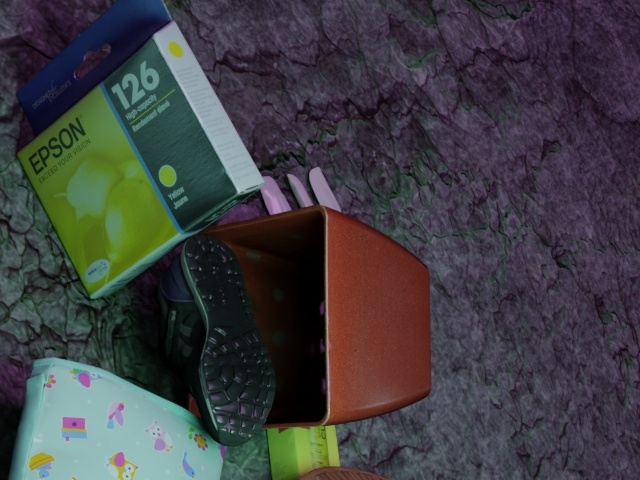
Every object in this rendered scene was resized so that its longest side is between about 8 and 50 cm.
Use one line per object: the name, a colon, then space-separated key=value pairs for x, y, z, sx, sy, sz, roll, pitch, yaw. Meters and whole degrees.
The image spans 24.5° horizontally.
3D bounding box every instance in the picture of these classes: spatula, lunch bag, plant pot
spatula: x=0.000 y=0.000 z=2.300 sx=0.168 sy=0.019 sz=0.242 roll=-12 pitch=74 yaw=-57
lunch bag: x=-0.252 y=0.280 z=1.701 sx=0.262 sy=0.160 sz=0.223 roll=37 pitch=42 yaw=-33
plant pot: x=0.000 y=0.116 z=1.916 sx=0.236 sy=0.267 sz=0.267 roll=9 pitch=76 yaw=-43

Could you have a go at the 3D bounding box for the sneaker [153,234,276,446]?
sneaker: x=-0.140 y=0.142 z=1.823 sx=0.107 sy=0.124 sz=0.283 roll=16 pitch=47 yaw=-35

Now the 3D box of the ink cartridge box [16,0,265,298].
ink cartridge box: x=-0.255 y=-0.127 z=1.871 sx=0.072 sy=0.304 sz=0.307 roll=-24 pitch=82 yaw=-53

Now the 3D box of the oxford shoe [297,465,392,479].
oxford shoe: x=-0.020 y=0.394 z=1.896 sx=0.397 sy=0.146 sz=0.140 roll=-1 pitch=41 yaw=-44

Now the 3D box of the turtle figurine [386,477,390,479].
turtle figurine: x=0.156 y=0.435 z=2.097 sx=0.217 sy=0.087 sz=0.269 roll=38 pitch=51 yaw=-11

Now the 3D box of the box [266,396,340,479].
box: x=-0.026 y=0.266 z=2.040 sx=0.087 sy=0.058 sz=0.232 roll=21 pitch=50 yaw=-38

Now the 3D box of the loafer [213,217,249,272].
loafer: x=-0.083 y=0.071 z=2.093 sx=0.268 sy=0.092 sz=0.102 roll=48 pitch=45 yaw=-28
